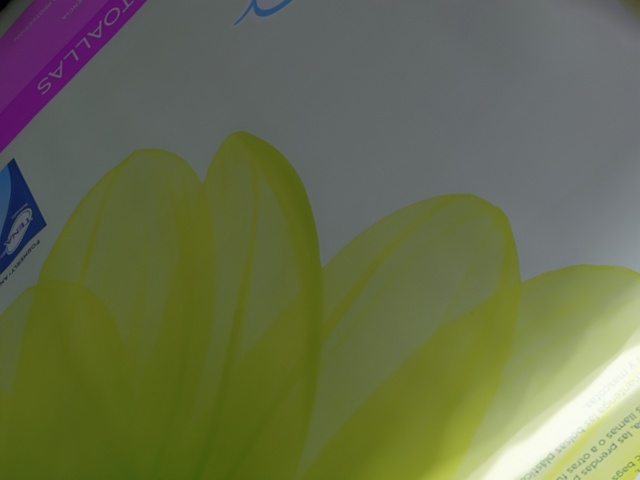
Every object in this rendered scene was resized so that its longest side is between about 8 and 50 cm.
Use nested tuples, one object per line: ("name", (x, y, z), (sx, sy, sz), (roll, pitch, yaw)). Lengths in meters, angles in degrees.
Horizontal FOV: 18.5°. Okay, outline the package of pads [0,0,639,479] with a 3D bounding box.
("package of pads", (0.000, 0.000, 0.546), (0.229, 0.296, 0.101), (-44, 131, 9))
